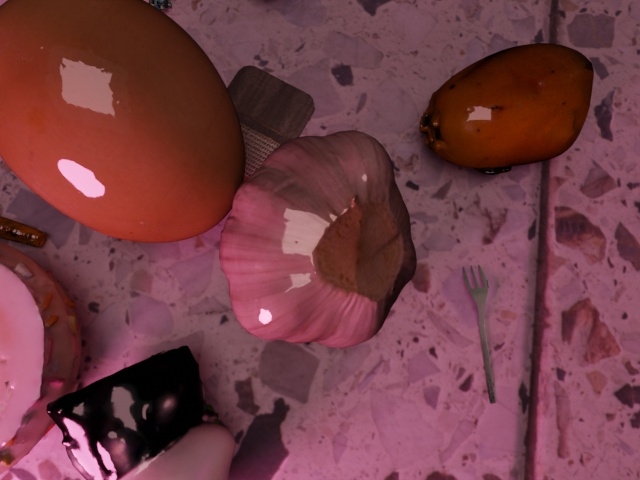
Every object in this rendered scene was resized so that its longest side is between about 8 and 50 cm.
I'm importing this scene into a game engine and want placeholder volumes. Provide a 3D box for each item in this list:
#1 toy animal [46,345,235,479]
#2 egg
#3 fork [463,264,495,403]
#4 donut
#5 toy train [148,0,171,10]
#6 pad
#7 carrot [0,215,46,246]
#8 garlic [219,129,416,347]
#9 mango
[{"bbox_3d":[-0.232,0.301,0.643,0.212,0.212,0.267,-29,87,-5],"label":"toy animal"},{"bbox_3d":[-0.273,-0.165,0.624,0.301,0.301,0.374,-46,113,-6],"label":"egg"},{"bbox_3d":[0.280,0.158,0.753,0.039,0.021,0.236,-7,82,1],"label":"fork"},{"bbox_3d":[-0.548,0.181,0.678,0.381,0.142,0.384,0,82,0],"label":"donut"},{"bbox_3d":[-0.308,-0.478,0.835,0.045,0.029,0.092,-4,83,6],"label":"toy train"},{"bbox_3d":[-0.201,-0.233,0.786,0.323,0.055,0.250,31,83,-14],"label":"pad"},{"bbox_3d":[-0.558,-0.022,0.760,0.170,0.042,0.042,16,82,0],"label":"carrot"},{"bbox_3d":[0.000,0.000,0.663,0.317,0.259,0.318,0,91,-37],"label":"garlic"},{"bbox_3d":[0.312,-0.220,0.744,0.286,0.153,0.202,-21,72,-6],"label":"mango"}]
